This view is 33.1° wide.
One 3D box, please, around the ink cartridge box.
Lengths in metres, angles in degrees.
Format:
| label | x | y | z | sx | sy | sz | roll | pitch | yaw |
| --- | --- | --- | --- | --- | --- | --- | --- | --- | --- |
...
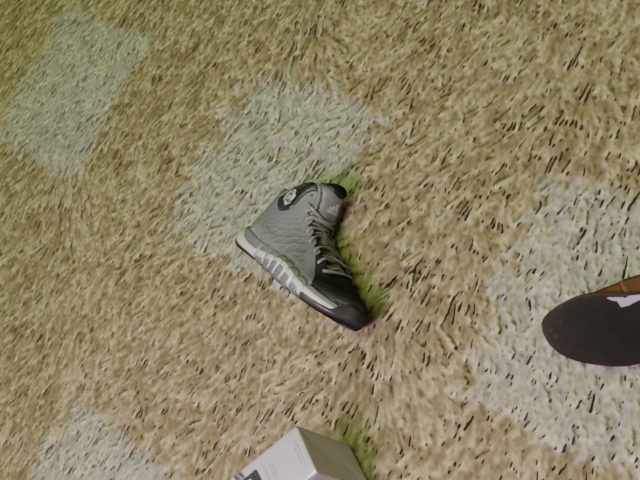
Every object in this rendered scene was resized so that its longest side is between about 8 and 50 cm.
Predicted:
| label | x | y | z | sx | sy | sz | roll | pitch | yaw |
| --- | --- | --- | --- | --- | --- | --- | --- | --- | --- |
| ink cartridge box | -0.050 | 0.279 | 1.123 | 0.180 | 0.104 | 0.060 | -42 | 51 | 15 |

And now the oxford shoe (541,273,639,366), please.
| label | x | y | z | sx | sy | sz | roll | pitch | yaw |
| --- | --- | --- | --- | --- | --- | --- | --- | --- | --- |
| oxford shoe | 0.302 | 0.062 | 0.989 | 0.212 | 0.076 | 0.076 | -20 | 102 | 42 |

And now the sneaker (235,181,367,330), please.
| label | x | y | z | sx | sy | sz | roll | pitch | yaw |
| --- | --- | --- | --- | --- | --- | --- | --- | --- | --- |
| sneaker | 0.000 | 0.000 | 1.236 | 0.132 | 0.086 | 0.228 | -54 | 46 | 0 |
